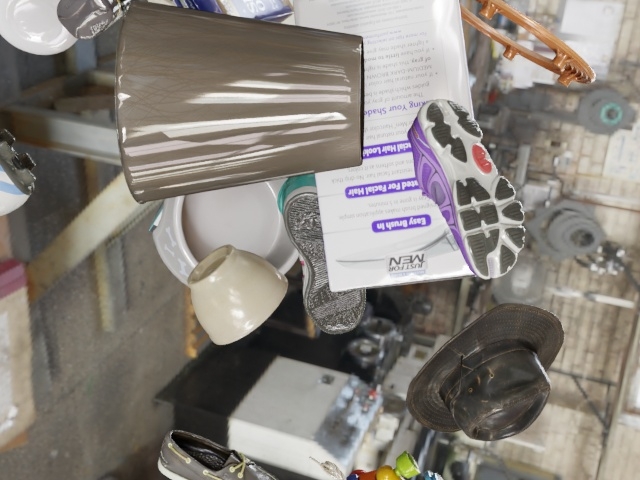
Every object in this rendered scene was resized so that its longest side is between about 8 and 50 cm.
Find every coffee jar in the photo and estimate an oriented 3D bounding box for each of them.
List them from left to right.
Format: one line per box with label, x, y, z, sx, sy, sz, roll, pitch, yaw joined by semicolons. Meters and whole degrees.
coffee jar;-0.350;-0.392;1.327;0.079;0.096;0.184;48;28;-19

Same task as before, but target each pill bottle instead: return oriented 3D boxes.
pill bottle;-0.562;-0.536;1.706;0.323;0.181;0.181;-95;-179;-48

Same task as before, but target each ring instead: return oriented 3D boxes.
ring;0.297;-0.341;1.346;0.032;0.336;0.336;-57;166;11

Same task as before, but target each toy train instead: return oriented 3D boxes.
toy train;0.112;0.423;1.463;0.248;0.143;0.105;48;10;-23

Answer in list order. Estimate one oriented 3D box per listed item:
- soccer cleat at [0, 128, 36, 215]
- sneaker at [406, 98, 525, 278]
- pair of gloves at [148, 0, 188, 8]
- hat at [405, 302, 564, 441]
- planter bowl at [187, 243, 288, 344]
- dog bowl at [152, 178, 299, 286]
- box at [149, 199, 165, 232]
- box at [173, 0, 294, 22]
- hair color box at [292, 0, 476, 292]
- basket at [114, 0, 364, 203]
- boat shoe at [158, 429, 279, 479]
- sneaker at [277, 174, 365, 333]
soccer cleat;-0.518;-0.156;1.073;0.331;0.143;0.116;58;-3;-28
sneaker;0.126;-0.043;0.736;0.071;0.068;0.170;-50;-126;60
pair of gloves;-0.264;-0.450;1.546;0.042;0.204;0.240;-56;169;-15
hat;0.331;0.277;1.511;0.134;0.331;0.331;-119;-159;-49
planter bowl;-0.150;0.076;1.352;0.109;0.162;0.162;50;42;-22
dog bowl;-0.181;-0.048;1.762;0.102;0.349;0.349;1;-104;62
box;-0.317;-0.092;1.977;0.244;0.100;0.060;-49;-158;40
box;-0.124;-0.338;1.075;0.136;0.036;0.225;59;33;-7
hair color box;0.087;-0.120;0.948;0.110;0.185;0.339;-8;91;-78
basket;-0.070;-0.136;0.819;0.154;0.227;0.204;-41;132;-83
boat shoe;-0.160;0.383;1.365;0.081;0.228;0.068;-61;167;-61
sneaker;0.000;0.000;1.381;0.178;0.124;0.295;-93;171;-55
